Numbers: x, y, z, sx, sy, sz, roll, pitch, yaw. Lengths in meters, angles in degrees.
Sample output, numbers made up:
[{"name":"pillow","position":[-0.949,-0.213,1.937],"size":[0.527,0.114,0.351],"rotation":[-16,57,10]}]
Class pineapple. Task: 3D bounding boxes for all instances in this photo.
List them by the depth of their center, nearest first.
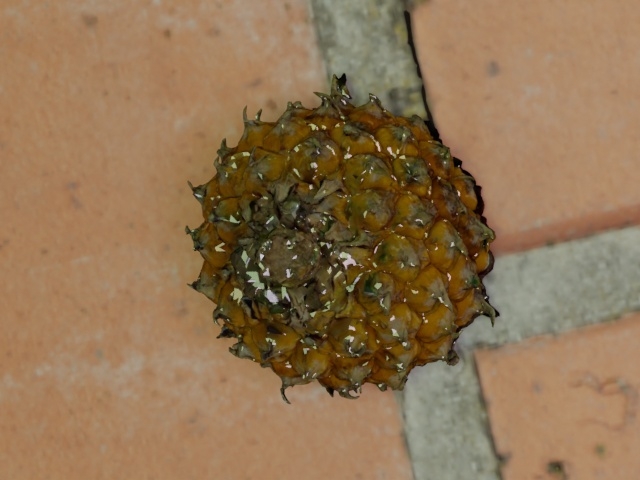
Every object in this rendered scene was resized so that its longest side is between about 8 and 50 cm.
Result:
[{"name":"pineapple","position":[-0.002,0.003,0.980],"size":[0.161,0.137,0.176],"rotation":[-28,84,18]}]
